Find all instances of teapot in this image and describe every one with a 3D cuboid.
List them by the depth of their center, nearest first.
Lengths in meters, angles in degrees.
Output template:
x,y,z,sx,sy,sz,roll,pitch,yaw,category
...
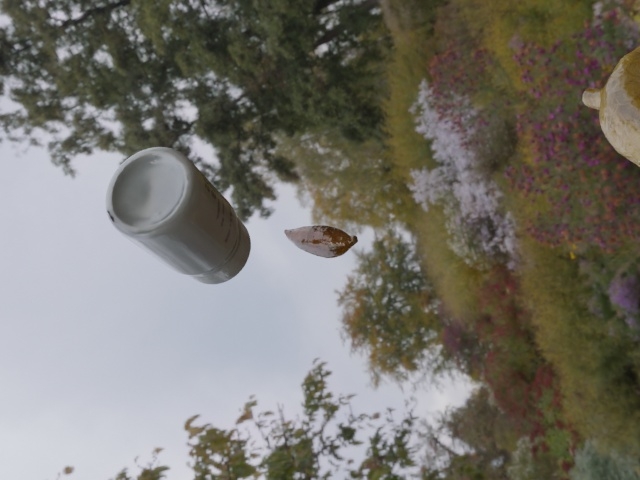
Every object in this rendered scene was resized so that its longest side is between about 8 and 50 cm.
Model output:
x,y,z,sx,sy,sz,roll,pitch,yaw,category
0.499,-0.159,0.909,0.311,0.203,0.167,36,163,36,teapot

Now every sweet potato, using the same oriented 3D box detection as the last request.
x,y,z,sx,sy,sz,roll,pitch,yaw,category
0.000,0.000,0.706,0.034,0.095,0.034,-14,-72,-50,sweet potato

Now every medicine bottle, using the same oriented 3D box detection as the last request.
x,y,z,sx,sy,sz,roll,pitch,yaw,category
-0.202,-0.025,1.005,0.252,0.144,0.145,57,-158,-63,medicine bottle
